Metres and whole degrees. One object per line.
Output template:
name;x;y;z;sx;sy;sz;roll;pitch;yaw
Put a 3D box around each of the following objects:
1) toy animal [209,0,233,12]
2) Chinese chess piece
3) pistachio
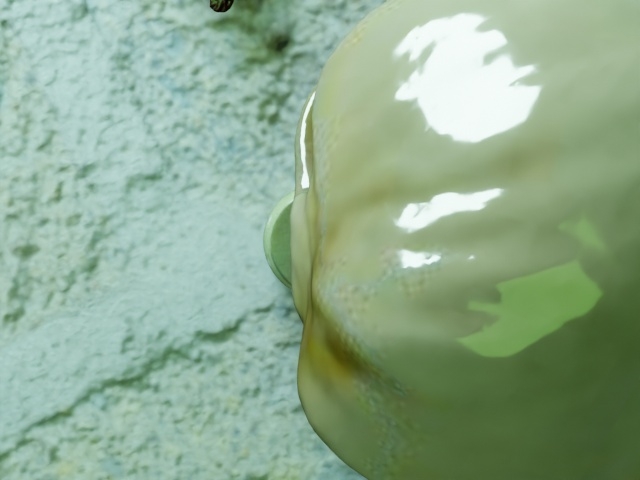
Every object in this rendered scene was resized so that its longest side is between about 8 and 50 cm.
toy animal;-0.096;-0.257;1.215;0.105;0.070;0.202;-19;101;6
Chinese chess piece;0.000;0.000;1.264;0.084;0.034;0.084;-1;97;-7
pistachio;0.156;-0.021;1.155;0.365;0.281;0.445;41;71;8
